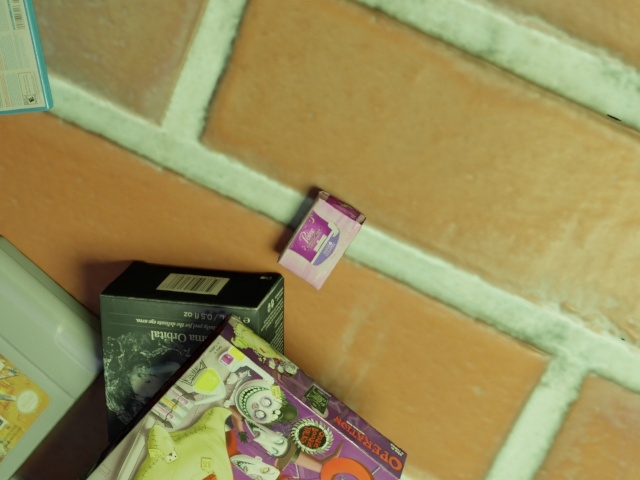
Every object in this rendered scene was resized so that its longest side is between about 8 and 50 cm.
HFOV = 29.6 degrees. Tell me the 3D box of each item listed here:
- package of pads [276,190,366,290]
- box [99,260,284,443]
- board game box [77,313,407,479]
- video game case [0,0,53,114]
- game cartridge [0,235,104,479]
[{"bbox_3d":[0.000,0.000,1.122,0.050,0.032,0.083,33,112,0],"label":"package of pads"},{"bbox_3d":[-0.119,0.114,1.157,0.156,0.093,0.158,4,110,12],"label":"box"},{"bbox_3d":[-0.107,0.247,1.132,0.208,0.056,0.347,37,118,-10],"label":"board game box"},{"bbox_3d":[-0.344,-0.176,1.157,0.166,0.015,0.119,-4,107,15],"label":"video game case"},{"bbox_3d":[-0.363,0.147,1.249,0.198,0.062,0.297,39,112,-6],"label":"game cartridge"}]
